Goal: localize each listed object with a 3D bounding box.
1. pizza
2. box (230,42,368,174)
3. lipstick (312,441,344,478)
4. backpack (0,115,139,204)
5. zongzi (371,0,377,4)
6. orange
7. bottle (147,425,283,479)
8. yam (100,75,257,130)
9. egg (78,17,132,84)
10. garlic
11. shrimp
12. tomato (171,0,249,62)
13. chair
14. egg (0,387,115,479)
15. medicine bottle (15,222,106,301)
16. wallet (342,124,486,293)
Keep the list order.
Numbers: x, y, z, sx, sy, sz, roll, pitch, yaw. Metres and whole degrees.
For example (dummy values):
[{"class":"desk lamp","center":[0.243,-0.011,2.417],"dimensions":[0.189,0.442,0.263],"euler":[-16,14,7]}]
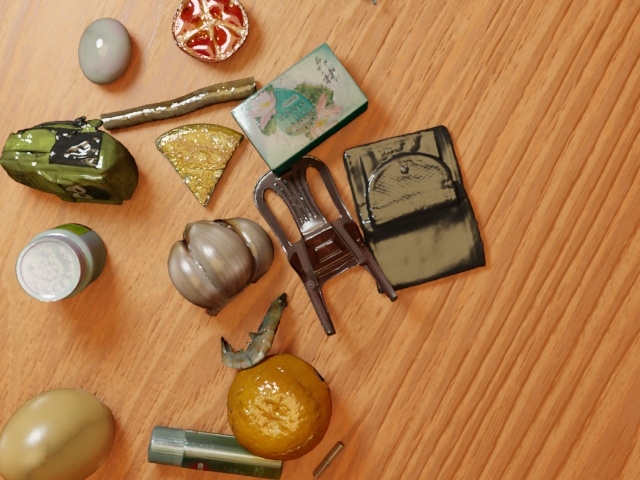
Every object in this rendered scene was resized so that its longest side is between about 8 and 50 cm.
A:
[{"class":"pizza","center":[-0.239,-0.161,1.723],"dimensions":[0.184,0.036,0.176],"euler":[-15,98,-3]},{"class":"box","center":[-0.041,-0.266,1.684],"dimensions":[0.245,0.092,0.153],"euler":[-37,86,1]},{"class":"lipstick","center":[0.018,0.482,1.810],"dimensions":[0.019,0.019,0.094],"euler":[38,93,-6]},{"class":"backpack","center":[-0.496,-0.158,1.629],"dimensions":[0.253,0.207,0.140],"euler":[6,73,5]},{"class":"zongzi","center":[0.019,-0.556,1.692],"dimensions":[0.178,0.081,0.189],"euler":[-14,111,20]},{"class":"orange","center":[-0.085,0.343,1.704],"dimensions":[0.219,0.193,0.219],"euler":[1,86,-13]},{"class":"bottle","center":[-0.222,0.453,1.762],"dimensions":[0.286,0.082,0.082],"euler":[9,95,-4]},{"class":"yam","center":[-0.292,-0.281,1.704],"dimensions":[0.327,0.045,0.045],"euler":[-14,74,-1]},{"class":"egg","center":[-0.433,-0.379,1.655],"dimensions":[0.103,0.103,0.135],"euler":[15,96,-5]},{"class":"garlic","center":[-0.205,0.041,1.684],"dimensions":[0.214,0.160,0.191],"euler":[-33,102,3]},{"class":"shrimp","center":[-0.146,0.190,1.744],"dimensions":[0.035,0.148,0.195],"euler":[49,48,-29]},{"class":"tomato","center":[-0.219,-0.433,1.678],"dimensions":[0.155,0.069,0.155],"euler":[0,93,-2]},{"class":"chair","center":[0.000,0.000,1.714],"dimensions":[0.175,0.183,0.326],"euler":[-28,52,1]},{"class":"egg","center":[-0.541,0.408,1.671],"dimensions":[0.201,0.244,0.201],"euler":[8,109,26]},{"class":"medicine bottle","center":[-0.511,0.042,1.633],"dimensions":[0.139,0.225,0.139],"euler":[-1,97,-4]},{"class":"wallet","center":[0.202,-0.067,1.756],"dimensions":[0.247,0.041,0.323],"euler":[-15,99,0]}]
